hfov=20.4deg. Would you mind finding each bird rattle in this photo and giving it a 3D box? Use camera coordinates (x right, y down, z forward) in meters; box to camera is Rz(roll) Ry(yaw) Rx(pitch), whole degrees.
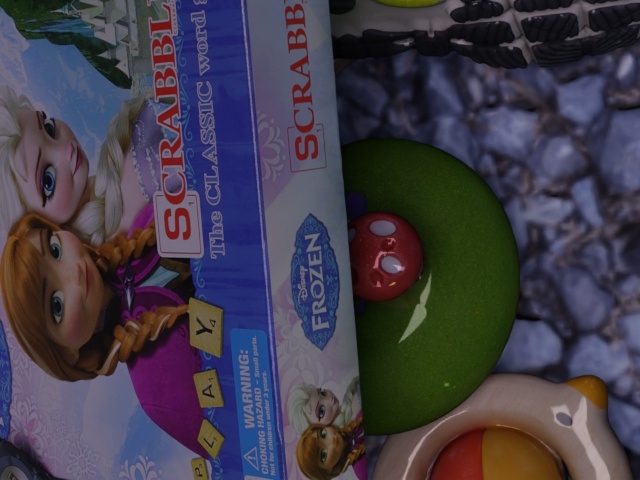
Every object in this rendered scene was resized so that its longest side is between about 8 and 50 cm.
[{"bbox_3d":[0.106,0.185,1.065,0.254,0.143,0.206,-13,75,29],"label":"bird rattle"}]

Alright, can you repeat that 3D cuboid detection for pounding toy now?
[{"bbox_3d":[0.000,0.000,1.052,0.183,0.110,0.237,-43,65,13],"label":"pounding toy"}]

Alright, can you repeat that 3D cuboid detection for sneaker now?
[{"bbox_3d":[0.086,-0.173,1.055,0.275,0.107,0.110,5,67,7],"label":"sneaker"}]

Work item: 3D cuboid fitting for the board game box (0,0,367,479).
[{"bbox_3d":[-0.114,-0.014,1.037,0.318,0.066,0.318,0,97,48],"label":"board game box"}]

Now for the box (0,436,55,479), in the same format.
[{"bbox_3d":[-0.181,0.234,1.079,0.180,0.077,0.147,41,121,-5],"label":"box"}]
